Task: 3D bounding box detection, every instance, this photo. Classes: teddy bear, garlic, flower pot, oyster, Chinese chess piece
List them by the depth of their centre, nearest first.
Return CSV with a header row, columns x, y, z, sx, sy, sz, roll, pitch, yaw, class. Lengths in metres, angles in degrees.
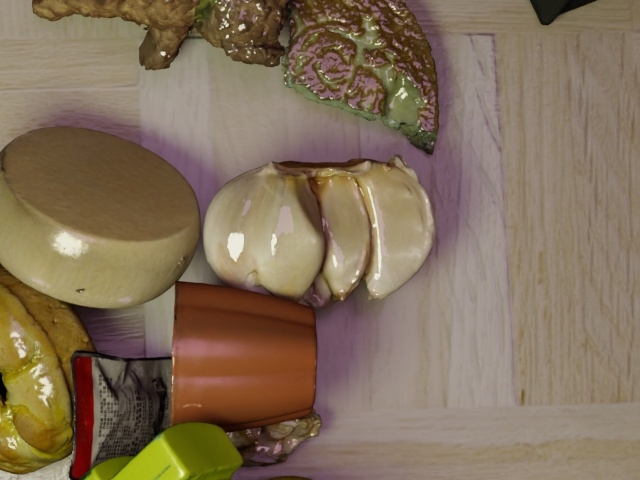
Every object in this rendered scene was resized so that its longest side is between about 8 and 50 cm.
x,y,z,sx,sy,sz,roll,pitch,yaw,class
-0.092,0.145,1.845,0.173,0.190,0.190,3,80,-3,flower pot
-0.278,-0.031,1.878,0.273,0.273,0.102,22,121,-1,Chinese chess piece
-0.012,0.001,1.938,0.281,0.185,0.203,-5,89,-27,garlic
-0.074,0.200,1.940,0.163,0.081,0.191,21,80,-4,oyster
-0.194,-0.337,1.992,0.222,0.296,0.246,21,84,-45,teddy bear

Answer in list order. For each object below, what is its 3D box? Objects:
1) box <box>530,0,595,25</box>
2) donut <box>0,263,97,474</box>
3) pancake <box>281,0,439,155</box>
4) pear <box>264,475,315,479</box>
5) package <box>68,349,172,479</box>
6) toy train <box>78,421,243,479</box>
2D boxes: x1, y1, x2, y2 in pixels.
x,y,z,sx,sy,sz,roll,pitch,yaw,class
0.363,-0.472,1.963,0.204,0.345,0.251,-23,82,-14,box
-0.366,0.145,1.862,0.128,0.208,0.261,-27,88,-46,donut
0.029,-0.260,2.044,0.197,0.054,0.376,-34,83,-11,pancake
-0.032,0.380,1.856,0.209,0.209,0.209,1,81,-5,pear
-0.223,0.211,1.866,0.030,0.239,0.154,-7,80,27,package
-0.208,0.394,1.737,0.442,0.179,0.272,-43,71,20,toy train
